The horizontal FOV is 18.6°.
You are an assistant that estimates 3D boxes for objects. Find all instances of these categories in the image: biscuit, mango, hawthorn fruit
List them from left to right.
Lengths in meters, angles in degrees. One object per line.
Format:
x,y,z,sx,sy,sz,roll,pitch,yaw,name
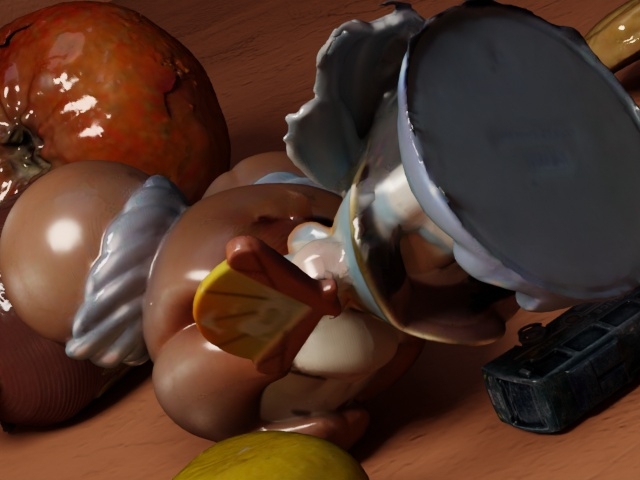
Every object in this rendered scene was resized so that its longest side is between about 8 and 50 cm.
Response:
-0.203,-0.086,1.788,0.276,0.276,0.307,-19,5,16,hawthorn fruit
-0.034,0.162,1.114,0.137,0.098,0.195,-27,11,2,mango
0.371,-0.241,1.647,0.376,0.051,0.269,-30,-1,-11,biscuit

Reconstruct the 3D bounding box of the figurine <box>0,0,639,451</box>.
-0.001,0.001,1.198,0.276,0.248,0.388,-2,-24,-37,figurine

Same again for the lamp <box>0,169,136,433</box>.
-0.213,0.051,1.543,0.180,0.180,0.258,-5,28,45,lamp

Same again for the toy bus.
0.179,0.059,1.202,0.166,0.047,0.065,-32,23,-22,toy bus
